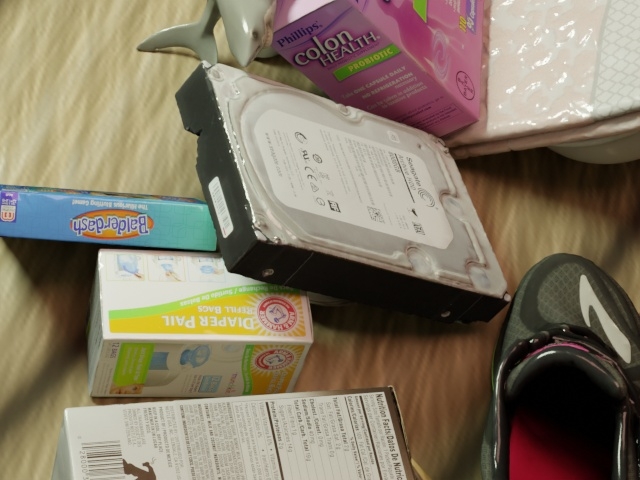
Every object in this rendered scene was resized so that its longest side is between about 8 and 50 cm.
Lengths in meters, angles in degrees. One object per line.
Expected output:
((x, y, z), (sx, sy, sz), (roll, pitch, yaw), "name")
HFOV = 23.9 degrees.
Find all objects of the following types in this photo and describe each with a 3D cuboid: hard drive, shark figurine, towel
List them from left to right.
((-0.118, -0.267, 1.622), (0.116, 0.278, 0.166), (19, 87, -20), "shark figurine")
((0.027, -0.043, 1.534), (0.339, 0.064, 0.237), (16, 42, -38), "hard drive")
((0.283, -0.250, 1.725), (0.317, 0.053, 0.332), (-7, 52, 35), "towel")

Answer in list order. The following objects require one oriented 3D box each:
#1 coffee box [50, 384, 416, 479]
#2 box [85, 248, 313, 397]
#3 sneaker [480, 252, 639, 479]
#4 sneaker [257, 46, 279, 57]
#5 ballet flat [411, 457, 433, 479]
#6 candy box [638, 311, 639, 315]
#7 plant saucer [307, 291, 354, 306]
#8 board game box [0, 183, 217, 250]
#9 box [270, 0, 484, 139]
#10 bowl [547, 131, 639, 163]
((-0.081, 0.226, 1.336), (0.297, 0.168, 0.119), (-2, 55, -18), "coffee box")
((-0.119, 0.082, 1.467), (0.203, 0.114, 0.103), (2, 54, -16), "box")
((0.246, 0.156, 1.418), (0.185, 0.202, 0.483), (7, 36, 4), "sneaker")
((0.003, -0.337, 1.812), (0.106, 0.123, 0.290), (31, 51, 11), "sneaker")
((0.113, 0.299, 1.409), (0.073, 0.080, 0.232), (9, 49, -46), "ballet flat")
((0.422, 0.133, 1.622), (0.187, 0.053, 0.109), (41, 55, 17), "candy box")
((0.000, 0.000, 1.607), (0.168, 0.029, 0.168), (7, 61, -12), "plant saucer")
((-0.216, -0.024, 1.498), (0.210, 0.160, 0.047), (3, 93, -12), "board game box")
((0.066, -0.257, 1.684), (0.243, 0.117, 0.213), (37, 45, -35), "box")
((0.357, -0.194, 1.759), (0.298, 0.134, 0.298), (-21, 46, 23), "bowl")
